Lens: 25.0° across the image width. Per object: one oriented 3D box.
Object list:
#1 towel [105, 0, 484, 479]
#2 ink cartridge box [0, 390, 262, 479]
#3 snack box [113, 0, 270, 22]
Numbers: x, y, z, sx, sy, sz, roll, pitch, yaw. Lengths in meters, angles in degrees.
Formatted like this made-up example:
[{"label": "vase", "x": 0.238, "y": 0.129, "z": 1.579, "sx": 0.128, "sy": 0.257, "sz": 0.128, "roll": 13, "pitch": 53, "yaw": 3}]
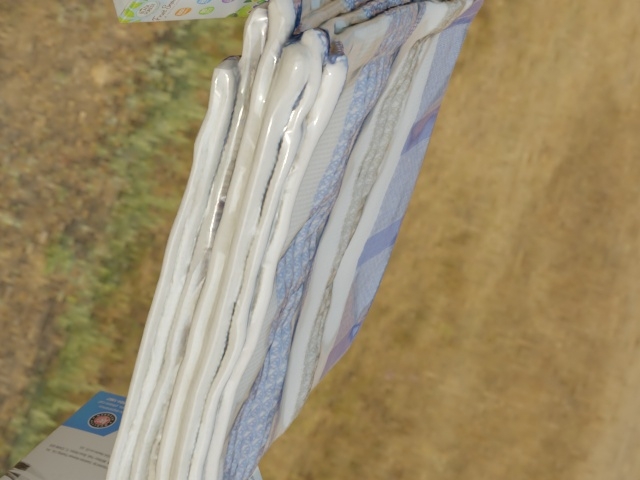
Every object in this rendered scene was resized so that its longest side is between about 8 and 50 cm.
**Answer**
[{"label": "towel", "x": 0.000, "y": 0.000, "z": 0.526, "sx": 0.285, "sy": 0.034, "sz": 0.209, "roll": -42, "pitch": 152, "yaw": -69}, {"label": "ink cartridge box", "x": -0.155, "y": 0.205, "z": 0.983, "sx": 0.203, "sy": 0.148, "sz": 0.086, "roll": -43, "pitch": 129, "yaw": -38}, {"label": "snack box", "x": -0.074, "y": -0.189, "z": 0.767, "sx": 0.100, "sy": 0.037, "sz": 0.141, "roll": -9, "pitch": 76, "yaw": -31}]
